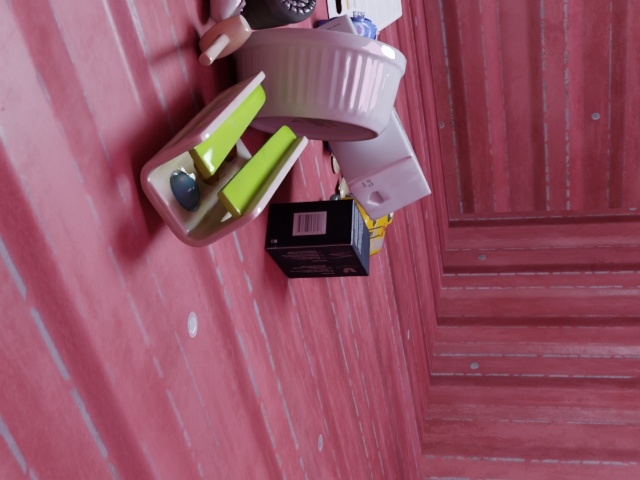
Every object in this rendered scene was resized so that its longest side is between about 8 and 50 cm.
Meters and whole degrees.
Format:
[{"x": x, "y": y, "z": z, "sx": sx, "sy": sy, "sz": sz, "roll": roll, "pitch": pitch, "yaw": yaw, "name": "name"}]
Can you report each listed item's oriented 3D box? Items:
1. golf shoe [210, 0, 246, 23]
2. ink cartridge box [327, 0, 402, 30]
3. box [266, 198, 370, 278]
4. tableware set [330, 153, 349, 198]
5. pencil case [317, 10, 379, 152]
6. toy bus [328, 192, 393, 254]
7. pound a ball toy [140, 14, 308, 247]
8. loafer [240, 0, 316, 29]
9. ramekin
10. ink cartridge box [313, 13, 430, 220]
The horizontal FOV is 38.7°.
[{"x": -0.147, "y": -0.408, "z": 1.330, "sx": 0.086, "sy": 0.068, "sz": 0.186, "roll": 11, "pitch": 81, "yaw": -43, "name": "golf shoe"}, {"x": 0.072, "y": -0.645, "z": 2.209, "sx": 0.385, "sy": 0.091, "sz": 0.308, "roll": -43, "pitch": 133, "yaw": -49, "name": "ink cartridge box"}, {"x": 0.000, "y": 0.000, "z": 1.646, "sx": 0.158, "sy": 0.156, "sz": 0.093, "roll": 59, "pitch": 32, "yaw": -63, "name": "box"}, {"x": 0.053, "y": -0.163, "z": 2.140, "sx": 0.141, "sy": 0.020, "sz": 0.168, "roll": -59, "pitch": 146, "yaw": -63, "name": "tableware set"}, {"x": 0.068, "y": -0.343, "z": 1.995, "sx": 0.119, "sy": 0.133, "sz": 0.306, "roll": -87, "pitch": 174, "yaw": -77, "name": "pencil case"}, {"x": 0.079, "y": -0.031, "z": 2.014, "sx": 0.333, "sy": 0.108, "sz": 0.130, "roll": -16, "pitch": 118, "yaw": -75, "name": "toy bus"}, {"x": -0.146, "y": -0.152, "z": 1.219, "sx": 0.208, "sy": 0.136, "sz": 0.319, "roll": 56, "pitch": 26, "yaw": -17, "name": "pound a ball toy"}, {"x": -0.097, "y": -0.493, "z": 1.442, "sx": 0.134, "sy": 0.130, "sz": 0.365, "roll": 18, "pitch": 61, "yaw": -41, "name": "loafer"}, {"x": -0.008, "y": -0.235, "z": 1.429, "sx": 0.273, "sy": 0.273, "sz": 0.127, "roll": 15, "pitch": 81, "yaw": -75, "name": "ramekin"}, {"x": 0.073, "y": -0.219, "z": 1.655, "sx": 0.306, "sy": 0.131, "sz": 0.226, "roll": 67, "pitch": 8, "yaw": 20, "name": "ink cartridge box"}]
